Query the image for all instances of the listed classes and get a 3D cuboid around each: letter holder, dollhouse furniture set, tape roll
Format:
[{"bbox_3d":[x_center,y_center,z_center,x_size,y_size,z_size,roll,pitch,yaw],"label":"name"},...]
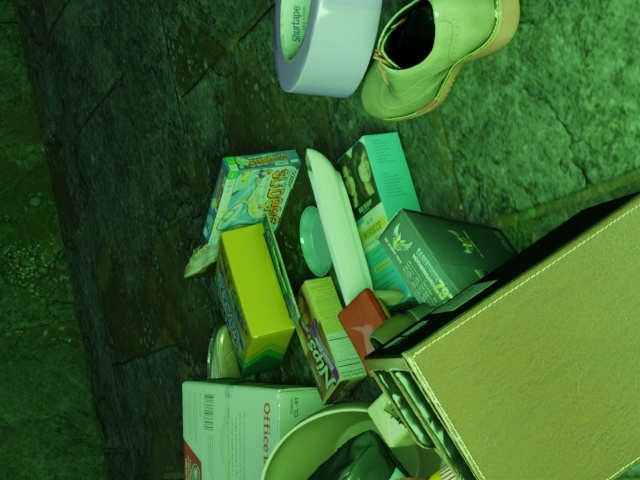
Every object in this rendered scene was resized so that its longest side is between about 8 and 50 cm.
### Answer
[{"bbox_3d":[0.237,0.124,1.151,0.214,0.301,0.152,58,166,-1],"label":"letter holder"},{"bbox_3d":[0.157,0.185,1.401,0.201,0.152,0.374,-45,59,27],"label":"dollhouse furniture set"},{"bbox_3d":[0.007,-0.343,1.638,0.275,0.090,0.275,-175,90,-74],"label":"tape roll"}]

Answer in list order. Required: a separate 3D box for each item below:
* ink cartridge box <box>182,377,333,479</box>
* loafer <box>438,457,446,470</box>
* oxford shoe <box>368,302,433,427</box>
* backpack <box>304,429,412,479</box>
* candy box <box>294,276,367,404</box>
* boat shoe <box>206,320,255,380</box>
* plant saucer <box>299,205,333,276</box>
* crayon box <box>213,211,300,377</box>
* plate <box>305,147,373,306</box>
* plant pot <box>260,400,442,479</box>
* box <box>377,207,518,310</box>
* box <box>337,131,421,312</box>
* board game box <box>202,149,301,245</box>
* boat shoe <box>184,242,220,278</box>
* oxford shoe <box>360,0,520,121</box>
[{"bbox_3d":[-0.117,0.367,2.071,0.306,0.131,0.226,-2,87,50],"label":"ink cartridge box"},{"bbox_3d":[0.210,0.311,1.504,0.092,0.101,0.269,20,114,58],"label":"loafer"},{"bbox_3d":[0.119,0.189,1.253,0.227,0.096,0.083,63,165,17],"label":"oxford shoe"},{"bbox_3d":[0.100,0.464,1.461,0.355,0.273,0.290,37,131,-7],"label":"backpack"},{"bbox_3d":[0.011,0.168,1.931,0.109,0.053,0.187,121,135,-56],"label":"candy box"},{"bbox_3d":[-0.182,0.301,2.332,0.092,0.102,0.285,-161,68,-67],"label":"boat shoe"},{"bbox_3d":[0.000,0.000,1.931,0.119,0.021,0.119,31,125,59],"label":"plant saucer"},{"bbox_3d":[-0.122,0.104,2.075,0.323,0.083,0.203,112,142,-67],"label":"crayon box"},{"bbox_3d":[0.034,0.005,1.733,0.278,0.045,0.277,96,158,-87],"label":"plate"},{"bbox_3d":[0.068,0.352,1.677,0.191,0.284,0.284,-44,-50,-75],"label":"plant pot"},{"bbox_3d":[0.194,0.068,1.357,0.059,0.183,0.233,-55,45,27],"label":"box"},{"bbox_3d":[0.099,-0.025,1.669,0.100,0.060,0.244,-41,62,61],"label":"box"},{"bbox_3d":[-0.123,-0.074,2.030,0.035,0.136,0.201,64,151,32],"label":"board game box"},{"bbox_3d":[-0.239,0.037,2.405,0.170,0.063,0.059,-29,69,53],"label":"boat shoe"},{"bbox_3d":[0.113,-0.245,1.482,0.348,0.130,0.123,-41,62,61],"label":"oxford shoe"}]
